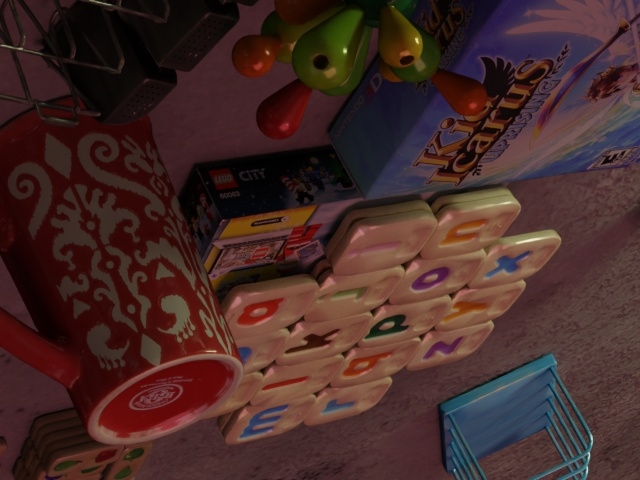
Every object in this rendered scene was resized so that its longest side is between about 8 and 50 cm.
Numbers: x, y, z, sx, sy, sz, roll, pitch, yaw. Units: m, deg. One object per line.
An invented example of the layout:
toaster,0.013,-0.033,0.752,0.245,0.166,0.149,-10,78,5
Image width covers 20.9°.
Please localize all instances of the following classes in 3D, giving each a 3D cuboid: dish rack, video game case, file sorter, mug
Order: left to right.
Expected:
dish rack,-0.123,-0.142,0.769,0.208,0.074,0.271,-44,151,27
mug,-0.132,0.026,0.960,0.150,0.169,0.113,-23,154,-10
file sorter,0.190,0.206,1.663,0.118,0.104,0.170,-24,154,-6
video game case,0.168,-0.136,1.071,0.244,0.061,0.269,-7,147,-34

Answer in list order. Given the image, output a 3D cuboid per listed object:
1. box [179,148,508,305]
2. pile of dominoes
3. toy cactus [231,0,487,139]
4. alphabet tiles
box,0.000,0.000,1.177,0.233,0.044,0.159,-10,150,-32
pile of dominoes,-0.225,0.213,1.360,0.196,0.040,0.251,-11,149,-30
toy cactus,0.049,-0.137,0.866,0.219,0.112,0.180,-31,156,-57
alphabet tiles,0.029,0.057,1.233,0.278,0.021,0.284,-11,151,-31
